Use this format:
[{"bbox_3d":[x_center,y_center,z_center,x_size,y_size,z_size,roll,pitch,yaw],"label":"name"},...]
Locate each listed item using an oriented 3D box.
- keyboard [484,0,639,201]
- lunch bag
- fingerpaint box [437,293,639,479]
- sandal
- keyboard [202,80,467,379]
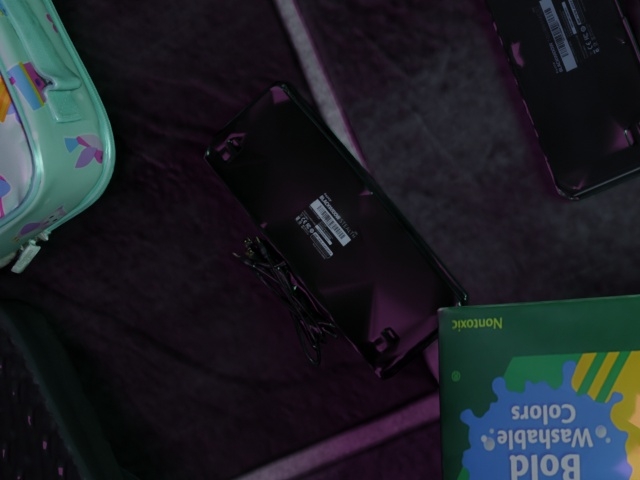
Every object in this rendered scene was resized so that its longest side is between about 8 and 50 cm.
[{"bbox_3d":[0.150,-0.122,0.914,0.108,0.023,0.180,-24,84,37],"label":"keyboard"},{"bbox_3d":[-0.267,-0.106,1.110,0.224,0.108,0.279,-29,82,25],"label":"lunch bag"},{"bbox_3d":[0.283,0.203,0.754,0.444,0.163,0.371,-5,82,31],"label":"fingerpaint box"},{"bbox_3d":[-0.133,0.229,1.089,0.167,0.107,0.446,-41,63,29],"label":"sandal"},{"bbox_3d":[0.000,0.000,1.018,0.100,0.038,0.192,-40,74,4],"label":"keyboard"}]
